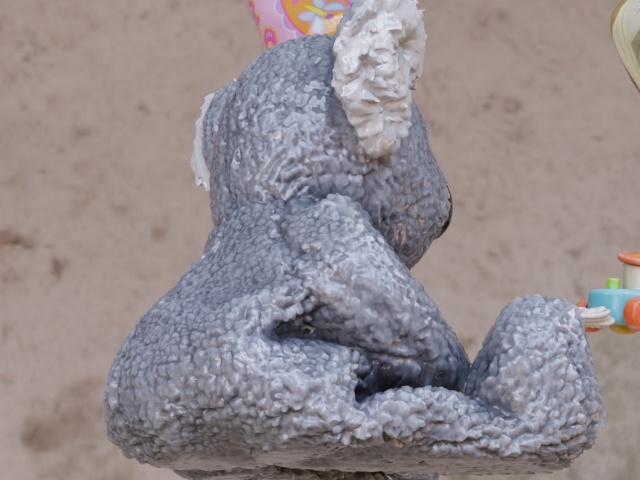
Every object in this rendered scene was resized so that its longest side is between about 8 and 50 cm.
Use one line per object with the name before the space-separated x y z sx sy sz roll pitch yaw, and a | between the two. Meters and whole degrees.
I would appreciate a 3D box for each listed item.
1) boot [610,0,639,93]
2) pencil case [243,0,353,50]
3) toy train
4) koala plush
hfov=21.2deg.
boot | 0.358 -0.128 1.492 0.077 0.213 0.165 -38 16 -22
pencil case | -0.023 -0.249 1.521 0.124 0.124 0.284 -12 58 -17
toy train | 0.212 0.027 0.904 0.166 0.125 0.046 1 85 13
koala plush | 0.000 0.000 0.799 0.203 0.196 0.221 9 72 -28
